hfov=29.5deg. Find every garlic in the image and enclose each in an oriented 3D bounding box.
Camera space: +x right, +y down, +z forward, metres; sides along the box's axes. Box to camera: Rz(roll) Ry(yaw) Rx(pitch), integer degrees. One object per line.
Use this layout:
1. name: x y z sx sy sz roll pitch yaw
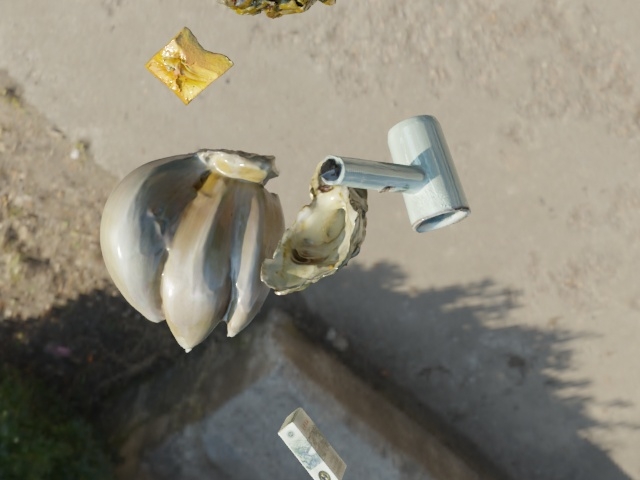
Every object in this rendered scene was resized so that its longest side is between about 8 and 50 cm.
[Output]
1. garlic: -0.198 -0.001 1.849 0.279 0.132 0.325 21 85 -1

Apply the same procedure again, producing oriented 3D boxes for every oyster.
1. oyster: 0.013 -0.010 1.655 0.161 0.233 0.107 -19 124 23

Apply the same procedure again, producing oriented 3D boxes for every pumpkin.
1. pumpkin: -0.154 -0.192 1.379 0.073 0.035 0.101 37 139 -15

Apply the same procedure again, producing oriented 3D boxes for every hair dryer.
1. hair dryer: 0.073 -0.082 1.410 0.073 0.131 0.236 -29 161 39

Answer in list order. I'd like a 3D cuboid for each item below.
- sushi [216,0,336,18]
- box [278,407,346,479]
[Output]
1. sushi: -0.062 -0.401 1.664 0.204 0.213 0.200 46 144 0
2. box: -0.008 0.224 1.305 0.024 0.054 0.083 -37 93 15
